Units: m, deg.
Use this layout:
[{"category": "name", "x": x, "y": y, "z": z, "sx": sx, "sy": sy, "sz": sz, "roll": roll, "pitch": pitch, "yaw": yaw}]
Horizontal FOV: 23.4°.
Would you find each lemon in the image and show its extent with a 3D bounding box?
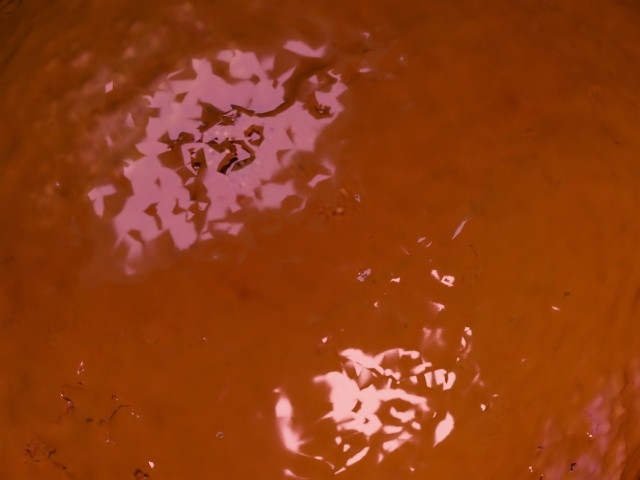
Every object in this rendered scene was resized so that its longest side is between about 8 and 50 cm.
[{"category": "lemon", "x": -0.003, "y": 0.003, "z": 0.454, "sx": 0.236, "sy": 0.236, "sz": 0.263, "roll": 27, "pitch": 86, "yaw": 30}]
